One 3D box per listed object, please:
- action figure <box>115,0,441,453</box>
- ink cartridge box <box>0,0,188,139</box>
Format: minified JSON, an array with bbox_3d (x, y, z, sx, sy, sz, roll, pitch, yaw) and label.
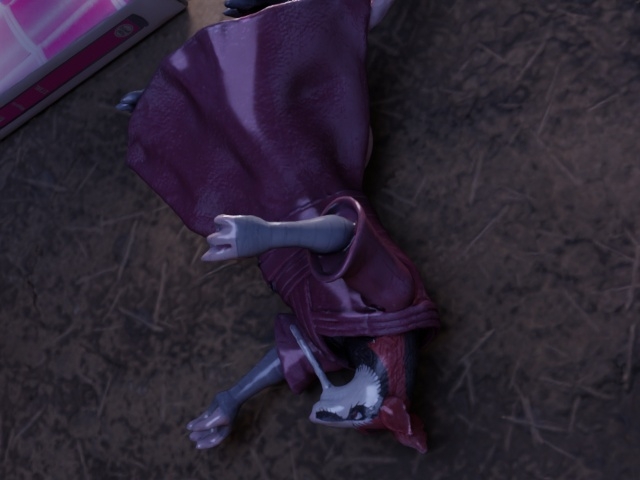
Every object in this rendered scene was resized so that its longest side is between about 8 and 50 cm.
[{"bbox_3d":[0.000,0.000,1.378,0.275,0.248,0.370,-23,73,-27],"label":"action figure"},{"bbox_3d":[-0.305,-0.189,1.629,0.371,0.069,0.176,-34,62,18],"label":"ink cartridge box"}]
